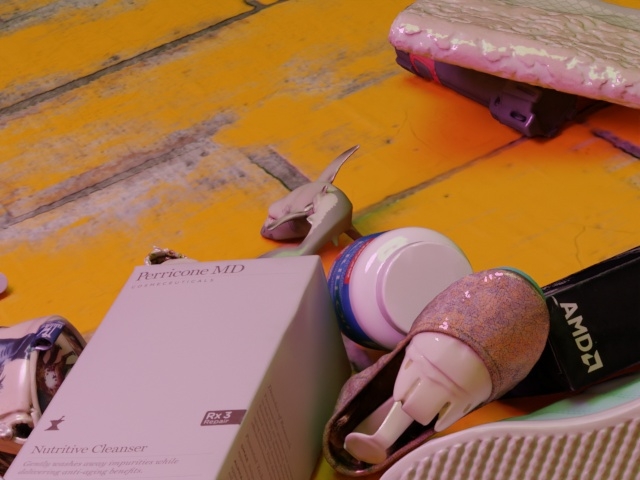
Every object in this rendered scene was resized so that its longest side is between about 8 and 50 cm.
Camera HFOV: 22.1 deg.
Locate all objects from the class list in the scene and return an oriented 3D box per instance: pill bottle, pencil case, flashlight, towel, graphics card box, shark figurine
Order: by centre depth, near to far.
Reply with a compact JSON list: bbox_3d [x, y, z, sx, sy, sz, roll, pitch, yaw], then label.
[{"bbox_3d":[0.338,0.039,1.532,0.371,0.094,0.233,-21,-2,-14],"label":"graphics card box"},{"bbox_3d":[0.082,0.049,1.601,0.124,0.124,0.221,-20,0,-11],"label":"pill bottle"},{"bbox_3d":[-0.421,0.176,1.616,0.410,0.160,0.183,-9,-1,13],"label":"pencil case"},{"bbox_3d":[0.014,-0.004,1.820,0.166,0.116,0.278,-39,13,8],"label":"shark figurine"},{"bbox_3d":[0.276,-0.257,2.039,0.332,0.053,0.317,14,24,10],"label":"towel"},{"bbox_3d":[0.214,-0.224,2.111,0.103,0.103,0.304,0,21,-36],"label":"flashlight"}]

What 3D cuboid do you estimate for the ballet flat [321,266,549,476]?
[{"bbox_3d":[0.093,0.134,1.442,0.107,0.316,0.106,40,52,1],"label":"ballet flat"}]

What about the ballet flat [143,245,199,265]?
[{"bbox_3d":[-0.114,0.068,1.764,0.241,0.077,0.091,19,38,37],"label":"ballet flat"}]

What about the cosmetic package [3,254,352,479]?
[{"bbox_3d":[-0.126,0.181,1.520,0.217,0.156,0.385,-5,33,18],"label":"cosmetic package"}]

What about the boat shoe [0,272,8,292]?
[{"bbox_3d":[-0.421,0.066,1.949,0.100,0.035,0.035,-30,7,-19],"label":"boat shoe"}]

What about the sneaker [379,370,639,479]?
[{"bbox_3d":[0.226,0.196,1.424,0.366,0.135,0.150,-14,0,9],"label":"sneaker"}]

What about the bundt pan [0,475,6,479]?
[{"bbox_3d":[-0.275,0.350,1.259,0.331,0.124,0.331,-4,57,7],"label":"bundt pan"}]
